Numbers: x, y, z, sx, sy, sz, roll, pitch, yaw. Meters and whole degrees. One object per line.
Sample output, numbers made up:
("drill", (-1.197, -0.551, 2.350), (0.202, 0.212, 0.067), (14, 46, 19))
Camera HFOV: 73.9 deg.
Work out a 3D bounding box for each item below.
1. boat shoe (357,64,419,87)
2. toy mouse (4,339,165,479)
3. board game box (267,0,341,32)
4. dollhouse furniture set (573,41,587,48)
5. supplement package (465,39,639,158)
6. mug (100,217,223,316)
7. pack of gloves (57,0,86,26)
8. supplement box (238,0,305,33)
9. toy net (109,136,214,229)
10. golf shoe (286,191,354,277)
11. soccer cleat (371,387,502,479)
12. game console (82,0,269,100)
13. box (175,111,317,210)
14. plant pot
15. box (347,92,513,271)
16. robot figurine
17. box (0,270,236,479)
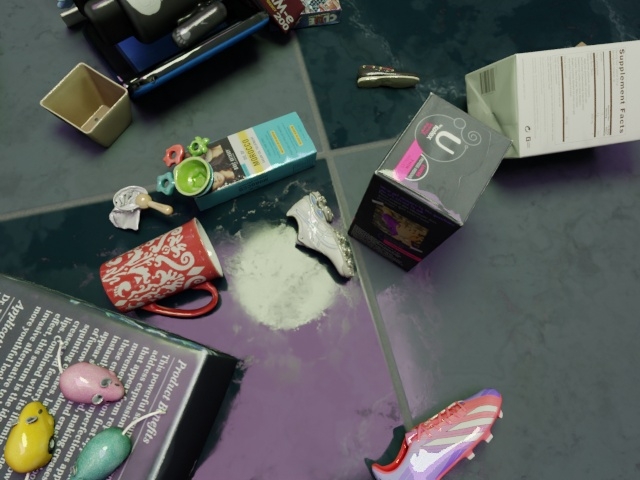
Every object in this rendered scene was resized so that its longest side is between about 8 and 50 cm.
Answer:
("boat shoe", (0.145, -0.352, 0.908), (0.133, 0.049, 0.042), (1, 80, 0))
("toy mouse", (-0.227, 0.176, 0.410), (0.143, 0.031, 0.161), (-2, 73, -5))
("board game box", (-0.061, -0.596, 0.971), (0.165, 0.042, 0.243), (-11, 74, -7))
("dollhouse furniture set", (0.622, -0.388, 0.921), (0.144, 0.123, 0.151), (-38, 79, -15))
("supplement package", (0.457, -0.261, 0.812), (0.293, 0.177, 0.175), (-9, 101, -8))
("mug", (-0.259, 0.061, 0.713), (0.169, 0.113, 0.150), (-24, 74, -8))
("pack of gloves", (-0.403, -0.487, 0.851), (0.232, 0.195, 0.046), (-34, 110, -13))
("supplement box", (-0.155, -0.536, 0.865), (0.239, 0.130, 0.073), (43, 99, 23))
("toy net", (-0.292, -0.099, 0.749), (0.232, 0.045, 0.122), (-22, 77, 12))
("golf shoe", (0.000, 0.000, 0.788), (0.086, 0.069, 0.176), (-29, 73, 8))
("soccer cleat", (0.193, 0.319, 0.687), (0.248, 0.083, 0.095), (-42, 76, -13))
("game console", (-0.289, -0.420, 0.827), (0.293, 0.250, 0.173), (-37, 116, -14))
("box", (-0.138, -0.153, 0.815), (0.244, 0.060, 0.100), (-24, 76, -12))
("plant pot", (-0.423, -0.241, 0.799), (0.109, 0.096, 0.109), (32, 73, 5))
("box", (0.160, -0.077, 0.706), (0.143, 0.270, 0.165), (33, 72, 5))
("robot figurine", (-0.280, -0.451, 0.725), (0.278, 0.209, 0.173), (-38, 42, -11))
("box", (-0.346, 0.186, 0.568), (0.396, 0.293, 0.211), (20, 72, 1))
